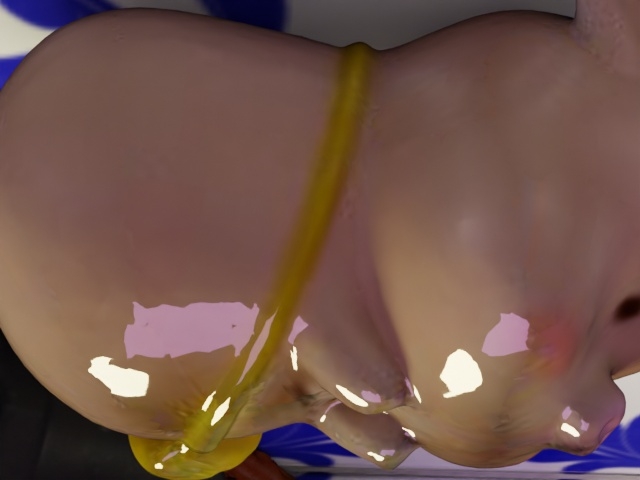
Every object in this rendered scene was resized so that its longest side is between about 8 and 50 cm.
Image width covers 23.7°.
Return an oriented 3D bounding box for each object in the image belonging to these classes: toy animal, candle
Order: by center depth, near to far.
[{"bbox_3d":[0.000,0.000,0.459,0.248,0.149,0.165,-6,164,-3],"label":"toy animal"},{"bbox_3d":[-0.012,0.140,0.822,0.026,0.021,0.167,-33,139,14],"label":"candle"}]

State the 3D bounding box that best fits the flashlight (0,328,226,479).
[{"bbox_3d":[-0.227,0.049,0.599,0.424,0.103,0.103,23,143,-31],"label":"flashlight"}]
